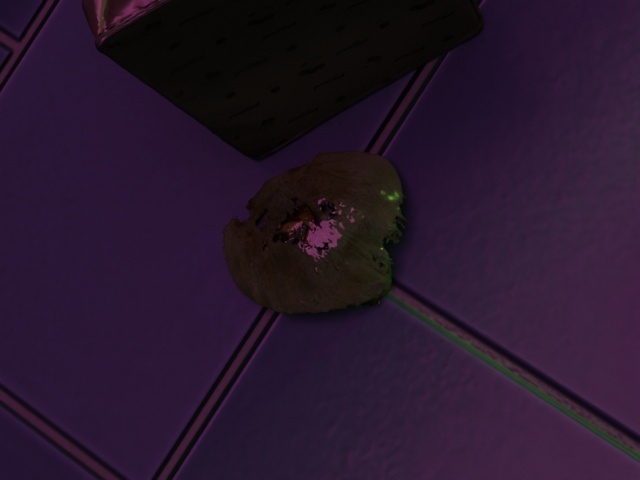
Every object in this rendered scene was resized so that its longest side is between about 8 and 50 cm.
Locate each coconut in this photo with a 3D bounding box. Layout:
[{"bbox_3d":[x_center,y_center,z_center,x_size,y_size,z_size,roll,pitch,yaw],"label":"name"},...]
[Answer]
[{"bbox_3d":[-0.001,-0.003,1.435,0.158,0.055,0.133,-43,66,8],"label":"coconut"}]

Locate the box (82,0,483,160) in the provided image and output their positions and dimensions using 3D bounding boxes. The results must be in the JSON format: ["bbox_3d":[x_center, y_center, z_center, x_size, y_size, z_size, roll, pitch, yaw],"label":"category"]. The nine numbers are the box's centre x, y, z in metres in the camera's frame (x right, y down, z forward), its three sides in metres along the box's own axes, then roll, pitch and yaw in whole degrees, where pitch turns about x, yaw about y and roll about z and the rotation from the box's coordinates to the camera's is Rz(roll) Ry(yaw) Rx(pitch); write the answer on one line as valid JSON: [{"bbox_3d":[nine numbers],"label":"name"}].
[{"bbox_3d":[-0.042,-0.226,1.369,0.225,0.297,0.190,-28,70,12],"label":"box"}]
